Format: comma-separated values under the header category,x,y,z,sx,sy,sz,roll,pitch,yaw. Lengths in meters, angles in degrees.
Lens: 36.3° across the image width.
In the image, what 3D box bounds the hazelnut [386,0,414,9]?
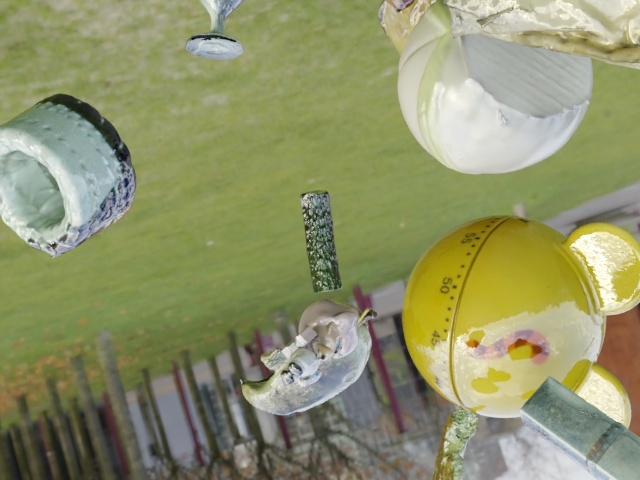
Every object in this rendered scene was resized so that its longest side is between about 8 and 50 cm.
category,x,y,z,sx,sy,sz,roll,pitch,yaw
hazelnut,0.153,-0.471,1.810,0.086,0.086,0.086,-17,172,-2

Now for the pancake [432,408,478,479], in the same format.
category,x,y,z,sx,sy,sz,roll,pitch,yaw
pancake,0.245,0.480,1.781,0.054,0.376,0.197,3,-164,-4

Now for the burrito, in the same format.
category,x,y,z,sx,sy,sz,roll,pitch,yaw
burrito,0.320,-0.306,1.175,0.332,0.190,0.135,21,-177,30

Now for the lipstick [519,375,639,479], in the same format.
category,x,y,z,sx,sy,sz,roll,pitch,yaw
lipstick,0.400,0.292,1.286,0.076,0.290,0.077,-47,143,-13

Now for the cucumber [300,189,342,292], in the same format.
category,x,y,z,sx,sy,sz,roll,pitch,yaw
cucumber,-0.001,0.000,1.762,0.058,0.187,0.058,-8,177,0

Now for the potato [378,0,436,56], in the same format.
category,x,y,z,sx,sy,sz,roll,pitch,yaw
potato,0.377,-0.478,1.999,0.385,0.319,0.442,-3,137,-48

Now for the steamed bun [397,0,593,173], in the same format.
category,x,y,z,sx,sy,sz,roll,pitch,yaw
steamed bun,0.250,-0.233,1.515,0.309,0.309,0.309,-17,172,-2

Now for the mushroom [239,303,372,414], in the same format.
category,x,y,z,sx,sy,sz,roll,pitch,yaw
mushroom,-0.024,0.268,2.053,0.344,0.130,0.247,-41,153,28

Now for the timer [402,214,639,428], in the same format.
category,x,y,z,sx,sy,sz,roll,pitch,yaw
timer,0.341,0.134,1.611,0.387,0.376,0.376,11,-171,33

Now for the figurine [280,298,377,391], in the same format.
category,x,y,z,sx,sy,sz,roll,pitch,yaw
figurine,0.001,0.173,1.714,0.229,0.112,0.137,-43,170,-47

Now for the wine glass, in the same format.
category,x,y,z,sx,sy,sz,roll,pitch,yaw
wine glass,-0.198,-0.489,1.939,0.126,0.241,0.126,4,167,1

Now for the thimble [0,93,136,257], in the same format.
category,x,y,z,sx,sy,sz,roll,pitch,yaw
thimble,-0.409,-0.103,1.499,0.237,0.237,0.150,-24,-168,43
